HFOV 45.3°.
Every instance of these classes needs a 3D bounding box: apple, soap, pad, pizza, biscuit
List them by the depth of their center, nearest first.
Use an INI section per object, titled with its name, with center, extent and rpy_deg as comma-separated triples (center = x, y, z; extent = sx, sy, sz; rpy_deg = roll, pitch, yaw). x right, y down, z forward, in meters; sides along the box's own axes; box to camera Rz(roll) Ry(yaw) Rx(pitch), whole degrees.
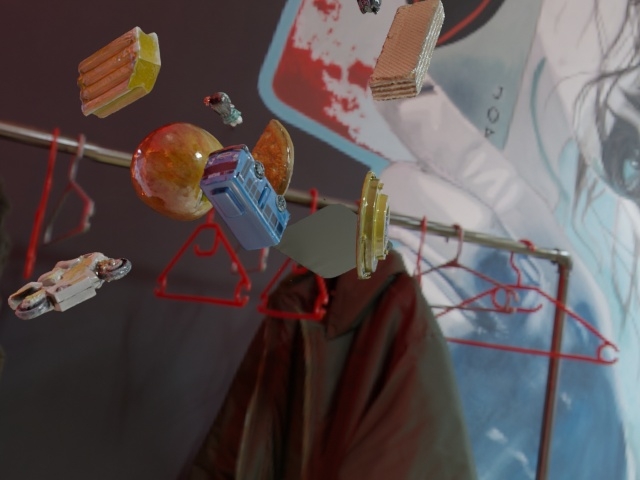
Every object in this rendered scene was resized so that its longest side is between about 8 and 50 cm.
[soap]
center = -0.479, -0.394, 1.819
extent = 0.232, 0.140, 0.073
rpy_deg = -17, -13, 37
[biscuit]
center = 0.243, -0.540, 2.143
extent = 0.144, 0.426, 0.078
rpy_deg = -2, -47, 25
[pad]
center = -0.001, 0.001, 2.175
extent = 0.315, 0.063, 0.375
rpy_deg = -27, -32, 18
[apple]
center = -0.401, -0.189, 2.229
extent = 0.302, 0.301, 0.301
rpy_deg = 9, -7, 1
[pizza]
center = -0.159, -0.228, 2.340
extent = 0.197, 0.292, 0.058
rpy_deg = -19, -26, 31

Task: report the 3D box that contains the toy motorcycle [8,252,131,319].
[toy motorcycle]
center = -0.724, 0.119, 2.209
extent = 0.341, 0.107, 0.223
rpy_deg = -28, 29, -23

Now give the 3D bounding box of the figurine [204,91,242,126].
[figurine]
center = -0.234, -0.318, 1.871
extent = 0.060, 0.047, 0.106
rpy_deg = -8, -34, 27

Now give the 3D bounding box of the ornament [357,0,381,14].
[ornament]
center = 0.207, -0.820, 2.420
extent = 0.236, 0.202, 0.080
rpy_deg = -20, 2, -35

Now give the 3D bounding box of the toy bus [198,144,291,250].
[toy bus]
center = -0.140, -0.076, 1.412
extent = 0.090, 0.106, 0.184
rpy_deg = -10, -49, 29

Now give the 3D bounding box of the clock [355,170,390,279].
[clock]
center = 0.117, -0.030, 1.629
extent = 0.057, 0.236, 0.237
rpy_deg = 4, -7, 10
